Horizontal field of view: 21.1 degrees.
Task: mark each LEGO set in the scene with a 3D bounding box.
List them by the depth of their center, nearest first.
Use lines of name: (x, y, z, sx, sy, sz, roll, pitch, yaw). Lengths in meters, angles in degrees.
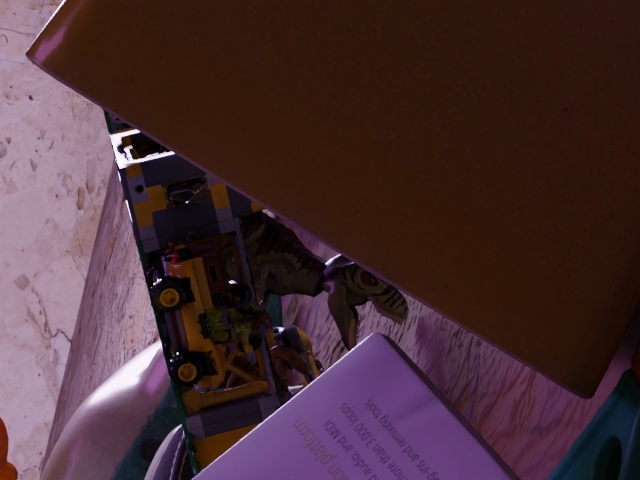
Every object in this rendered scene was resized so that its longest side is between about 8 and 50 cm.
LEGO set: (0.000, 0.000, 0.917, 0.331, 0.192, 0.255, -142, 38, -81)

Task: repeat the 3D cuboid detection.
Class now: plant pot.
plant pot: (0.043, -0.096, 0.627, 0.187, 0.212, 0.212, -59, 6, 7)

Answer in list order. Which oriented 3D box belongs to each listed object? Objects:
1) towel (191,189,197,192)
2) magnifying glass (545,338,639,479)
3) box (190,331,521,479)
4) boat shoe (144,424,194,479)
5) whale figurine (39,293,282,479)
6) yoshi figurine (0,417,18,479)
towel: (-0.053, -0.168, 1.390, 0.235, 0.121, 0.283, -90, 21, -48)
magnifying glass: (0.104, 0.070, 0.574, 0.092, 0.026, 0.231, -104, 32, -67)
box: (-0.049, 0.189, 0.480, 0.322, 0.058, 0.232, -40, 33, -3)
boat shoe: (-0.051, 0.211, 0.944, 0.092, 0.103, 0.285, -50, 27, 45)
whale figurine: (-0.085, 0.144, 1.171, 0.272, 0.141, 0.216, -53, -12, -40)
yoshi figurine: (-0.204, 0.286, 0.999, 0.203, 0.203, 0.362, -31, 80, 44)
